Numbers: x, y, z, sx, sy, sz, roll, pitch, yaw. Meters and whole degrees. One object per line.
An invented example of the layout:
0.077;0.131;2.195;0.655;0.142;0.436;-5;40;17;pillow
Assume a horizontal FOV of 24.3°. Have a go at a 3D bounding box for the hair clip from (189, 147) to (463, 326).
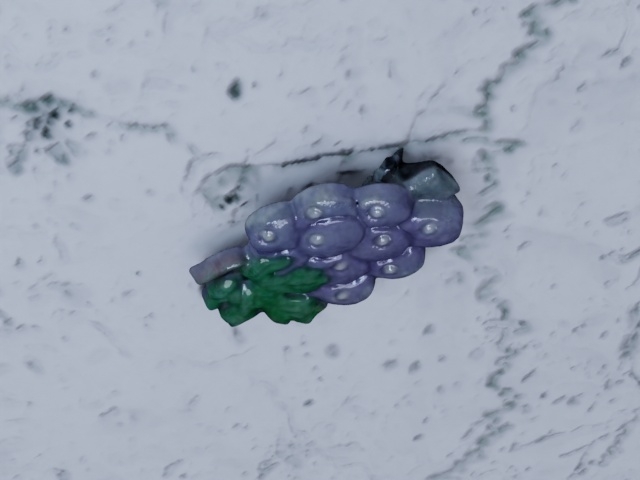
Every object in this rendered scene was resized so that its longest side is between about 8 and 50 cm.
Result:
0.000;-0.001;0.968;0.195;0.052;0.124;-32;135;25;hair clip
